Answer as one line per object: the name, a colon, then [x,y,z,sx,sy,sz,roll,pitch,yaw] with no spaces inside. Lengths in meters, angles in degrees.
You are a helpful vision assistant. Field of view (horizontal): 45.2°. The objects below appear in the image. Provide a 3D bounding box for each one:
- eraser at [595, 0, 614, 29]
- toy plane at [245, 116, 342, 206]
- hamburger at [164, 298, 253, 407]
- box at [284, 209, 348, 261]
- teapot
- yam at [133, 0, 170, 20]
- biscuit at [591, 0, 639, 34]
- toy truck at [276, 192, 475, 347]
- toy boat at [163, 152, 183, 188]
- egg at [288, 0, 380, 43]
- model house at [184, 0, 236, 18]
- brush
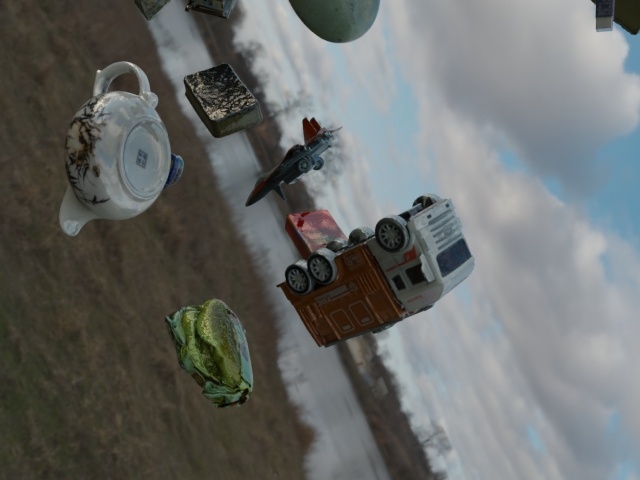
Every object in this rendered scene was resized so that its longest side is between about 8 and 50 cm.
eraser: [0.728,-0.644,1.957,0.092,0.046,0.213,-25,115,-67]
toy plane: [-0.078,-0.184,1.993,0.104,0.326,0.223,45,21,9]
hamburger: [-0.214,0.201,1.472,0.235,0.125,0.214,62,-1,-32]
box: [0.000,0.001,1.803,0.175,0.112,0.048,-122,-146,-44]
teapot: [-0.341,-0.158,1.285,0.208,0.165,0.300,27,60,-52]
yam: [-0.280,-0.554,1.510,0.093,0.259,0.093,45,7,-7]
biscuit: [0.789,-0.677,2.062,0.252,0.052,0.150,47,-18,21]
toy truck: [0.115,0.070,1.504,0.387,0.173,0.207,-27,-89,43]
toy boat: [-0.477,-0.216,2.328,0.175,0.110,0.091,-35,-116,54]
egg: [0.017,-0.469,1.377,0.237,0.169,0.169,64,-1,-25]
model house: [-0.266,-0.651,1.833,0.206,0.178,0.271,123,-21,-83]
brush: [-0.225,-0.321,1.747,0.197,0.123,0.059,54,-19,37]
